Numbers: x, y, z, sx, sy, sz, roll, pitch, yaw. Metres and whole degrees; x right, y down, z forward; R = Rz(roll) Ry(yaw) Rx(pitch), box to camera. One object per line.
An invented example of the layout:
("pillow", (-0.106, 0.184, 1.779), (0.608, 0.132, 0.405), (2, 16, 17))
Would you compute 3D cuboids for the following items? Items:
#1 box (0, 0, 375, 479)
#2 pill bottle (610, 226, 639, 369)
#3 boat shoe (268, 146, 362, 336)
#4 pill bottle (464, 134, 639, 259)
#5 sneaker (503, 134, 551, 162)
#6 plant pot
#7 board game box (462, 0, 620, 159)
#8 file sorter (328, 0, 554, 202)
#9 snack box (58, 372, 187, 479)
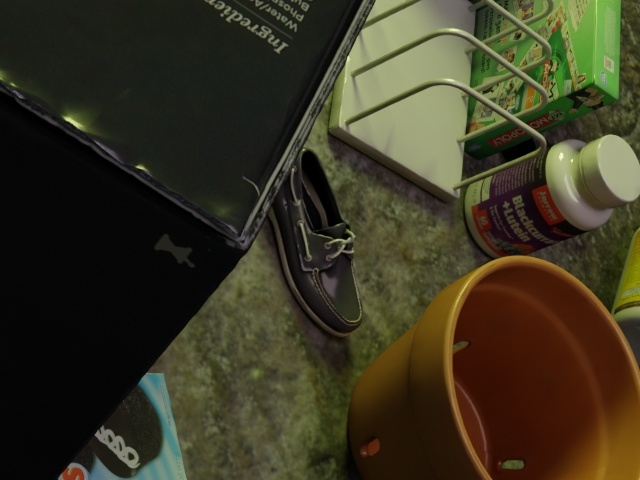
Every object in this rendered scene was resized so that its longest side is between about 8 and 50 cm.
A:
("box", (-0.180, -0.117, 1.312), (0.297, 0.480, 0.471), (31, 51, -9))
("pill bottle", (0.434, 0.053, 2.150), (0.117, 0.117, 0.215), (43, 48, -23))
("boat shoe", (0.000, 0.000, 1.780), (0.075, 0.065, 0.206), (-22, 89, -47))
("pill bottle", (0.268, -0.053, 1.974), (0.108, 0.193, 0.108), (20, 60, -38))
("sneaker", (0.281, -0.089, 2.112), (0.089, 0.051, 0.170), (-34, 102, -47))
("plant pot", (0.166, 0.185, 1.759), (0.291, 0.203, 0.290), (19, 58, -35))
("board game box", (0.262, -0.271, 2.047), (0.046, 0.213, 0.317), (28, 56, -34))
("file sorter", (0.150, -0.224, 1.947), (0.193, 0.173, 0.277), (29, 54, -34))
("snack box", (-0.187, 0.269, 1.456), (0.187, 0.060, 0.322), (5, 62, -43))
